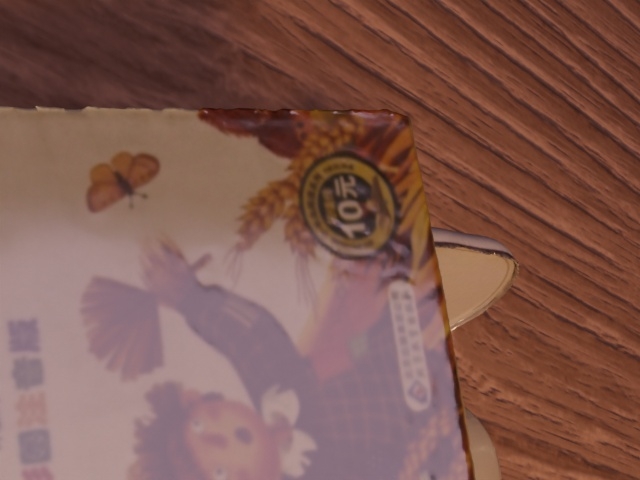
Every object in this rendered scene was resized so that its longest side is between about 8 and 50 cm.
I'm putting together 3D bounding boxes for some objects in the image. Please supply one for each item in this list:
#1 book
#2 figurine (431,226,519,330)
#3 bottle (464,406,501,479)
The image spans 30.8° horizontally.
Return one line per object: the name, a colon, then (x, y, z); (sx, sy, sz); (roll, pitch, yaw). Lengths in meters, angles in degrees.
book: (-0.118, 0.078, 0.589); (0.428, 0.039, 0.299); (-4, 79, -27)
figurine: (0.000, 0.000, 0.800); (0.250, 0.166, 0.141); (-4, 57, -35)
bottle: (-0.001, 0.164, 0.738); (0.253, 0.120, 0.120); (1, 76, -47)
